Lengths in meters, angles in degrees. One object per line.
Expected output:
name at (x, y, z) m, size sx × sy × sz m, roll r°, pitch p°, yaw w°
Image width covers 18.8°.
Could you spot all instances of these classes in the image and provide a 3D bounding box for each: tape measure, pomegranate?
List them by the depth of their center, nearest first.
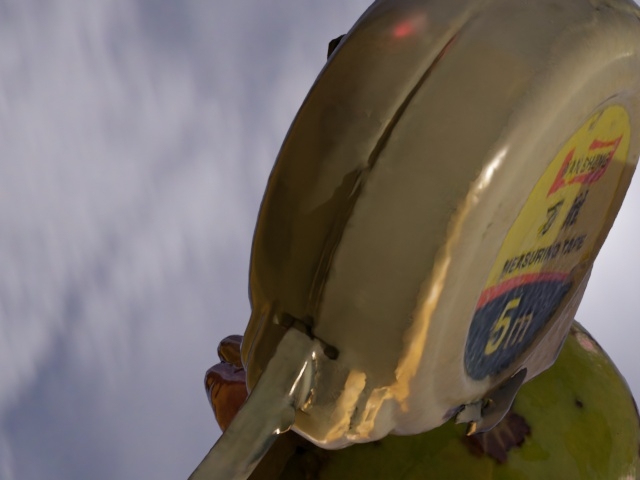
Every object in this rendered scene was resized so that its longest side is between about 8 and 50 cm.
tape measure at (-0.001, 0.001, 0.500) m, size 0.084 × 0.330 × 0.164 m, roll 23°, pitch -74°, yaw 23°
pomegranate at (0.024, 0.109, 0.906) m, size 0.248 × 0.214 × 0.214 m, roll 27°, pitch -53°, yaw 40°
